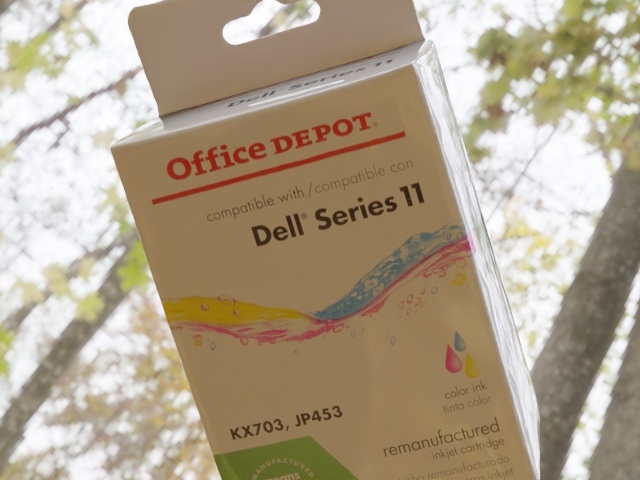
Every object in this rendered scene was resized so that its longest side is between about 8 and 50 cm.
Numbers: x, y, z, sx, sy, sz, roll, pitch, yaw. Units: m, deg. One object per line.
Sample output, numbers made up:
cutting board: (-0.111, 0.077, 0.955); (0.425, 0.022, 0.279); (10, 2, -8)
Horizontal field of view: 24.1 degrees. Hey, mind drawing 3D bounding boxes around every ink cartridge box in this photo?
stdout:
ink cartridge box: (0.000, 0.000, 0.970); (0.207, 0.119, 0.353); (-15, -78, 13)
